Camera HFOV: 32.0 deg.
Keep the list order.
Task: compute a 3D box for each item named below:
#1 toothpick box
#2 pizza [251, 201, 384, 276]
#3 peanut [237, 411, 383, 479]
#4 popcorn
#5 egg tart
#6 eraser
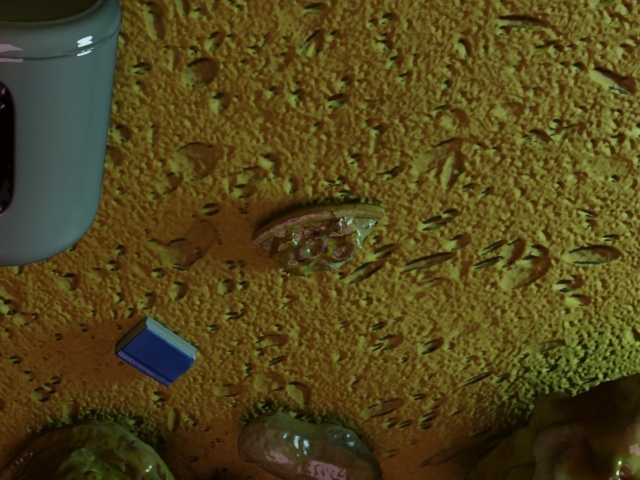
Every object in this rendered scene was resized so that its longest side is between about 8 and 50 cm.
[{"bbox_3d":[-0.310,-0.118,1.123,0.229,0.229,0.316,6,126,-9],"label":"toothpick box"},{"bbox_3d":[0.000,0.000,1.323,0.160,0.035,0.099,-9,125,2],"label":"pizza"},{"bbox_3d":[-0.009,0.289,1.493,0.214,0.099,0.099,19,121,-11],"label":"peanut"},{"bbox_3d":[0.374,0.370,1.429,0.354,0.344,0.390,7,137,-29],"label":"popcorn"},{"bbox_3d":[-0.309,0.385,1.407,0.319,0.319,0.128,-22,165,10],"label":"egg tart"},{"bbox_3d":[-0.207,0.141,1.407,0.085,0.027,0.063,38,113,-26],"label":"eraser"}]
